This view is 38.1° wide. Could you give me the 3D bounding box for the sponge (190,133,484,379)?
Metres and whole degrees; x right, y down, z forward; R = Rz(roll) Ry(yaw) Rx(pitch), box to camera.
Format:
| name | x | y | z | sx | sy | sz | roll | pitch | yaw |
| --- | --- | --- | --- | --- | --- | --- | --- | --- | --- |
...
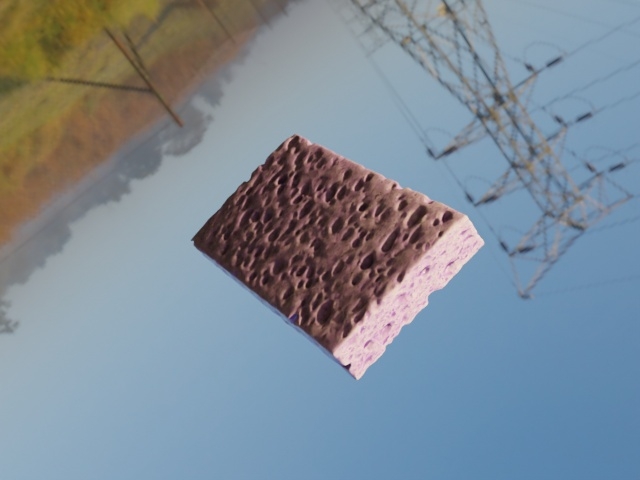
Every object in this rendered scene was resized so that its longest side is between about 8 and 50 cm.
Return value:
| name | x | y | z | sx | sy | sz | roll | pitch | yaw |
| --- | --- | --- | --- | --- | --- | --- | --- | --- | --- |
| sponge | 0.000 | 0.000 | 0.629 | 0.117 | 0.031 | 0.210 | -47 | -143 | -8 |
